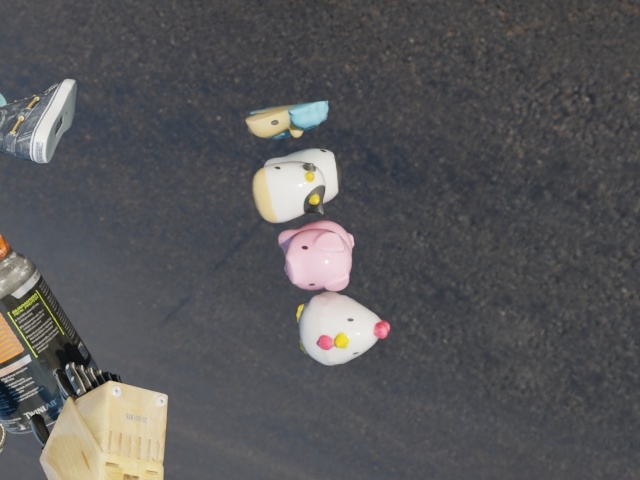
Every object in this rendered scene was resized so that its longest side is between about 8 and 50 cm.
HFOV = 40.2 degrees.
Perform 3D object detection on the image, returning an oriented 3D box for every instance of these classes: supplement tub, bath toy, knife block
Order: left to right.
[{"bbox_3d":[-0.577,0.170,1.623,0.207,0.207,0.338,-4,119,46],"label":"supplement tub"},{"bbox_3d":[-0.299,0.284,1.120,0.088,0.276,0.242,22,141,-36],"label":"knife block"},{"bbox_3d":[0.000,0.000,1.098,0.129,0.151,0.348,0,111,42],"label":"bath toy"}]

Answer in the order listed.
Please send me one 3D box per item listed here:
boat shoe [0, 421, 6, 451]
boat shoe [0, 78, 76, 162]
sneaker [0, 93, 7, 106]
[{"bbox_3d":[-0.503,0.235,1.106,0.223,0.080,0.073,20,146,-30],"label":"boat shoe"},{"bbox_3d":[-0.378,-0.168,1.153,0.083,0.183,0.065,10,124,-5],"label":"boat shoe"},{"bbox_3d":[-0.686,-0.187,1.567,0.318,0.127,0.208,17,117,22],"label":"sneaker"}]
